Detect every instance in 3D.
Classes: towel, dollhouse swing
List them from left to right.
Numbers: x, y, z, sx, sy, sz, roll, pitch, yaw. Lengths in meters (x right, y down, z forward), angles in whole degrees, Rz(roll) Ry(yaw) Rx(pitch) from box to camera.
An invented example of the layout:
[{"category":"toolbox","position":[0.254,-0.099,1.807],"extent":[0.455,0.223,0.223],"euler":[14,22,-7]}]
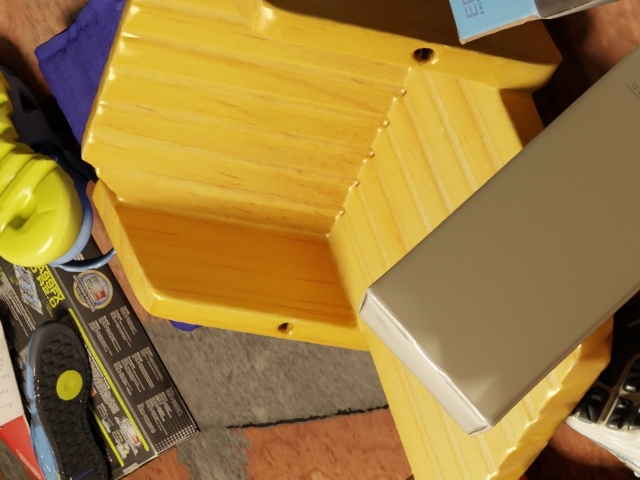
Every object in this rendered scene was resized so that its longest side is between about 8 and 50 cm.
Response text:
[{"category":"towel","position":[-0.135,-0.077,1.608],"extent":[0.227,0.076,0.308],"euler":[-22,95,61]},{"category":"dollhouse swing","position":[0.000,0.000,1.268],"extent":[0.347,0.315,0.305],"euler":[118,157,-49]}]

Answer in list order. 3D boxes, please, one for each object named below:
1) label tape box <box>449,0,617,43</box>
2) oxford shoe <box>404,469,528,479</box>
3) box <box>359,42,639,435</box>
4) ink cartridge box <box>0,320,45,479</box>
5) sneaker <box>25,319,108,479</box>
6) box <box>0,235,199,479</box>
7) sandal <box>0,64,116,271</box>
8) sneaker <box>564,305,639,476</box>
[{"category":"label tape box","position":[0.191,-0.270,1.019],"extent":[0.333,0.106,0.241],"euler":[-13,94,53]},{"category":"oxford shoe","position":[0.179,0.260,1.338],"extent":[0.363,0.133,0.130],"euler":[12,146,53]},{"category":"box","position":[0.159,-0.013,1.077],"extent":[0.113,0.275,0.094],"euler":[49,172,6]},{"category":"ink cartridge box","position":[-0.425,0.135,2.037],"extent":[0.296,0.066,0.261],"euler":[36,145,46]},{"category":"sneaker","position":[-0.276,0.173,1.835],"extent":[0.082,0.069,0.209],"euler":[22,128,47]},{"category":"box","position":[-0.257,0.126,1.893],"extent":[0.270,0.060,0.216],"euler":[60,144,5]},{"category":"sandal","position":[-0.291,-0.066,1.765],"extent":[0.126,0.138,0.317],"euler":[-48,49,14]},{"category":"sneaker","position":[0.248,0.148,1.237],"extent":[0.283,0.110,0.122],"euler":[33,148,43]}]
